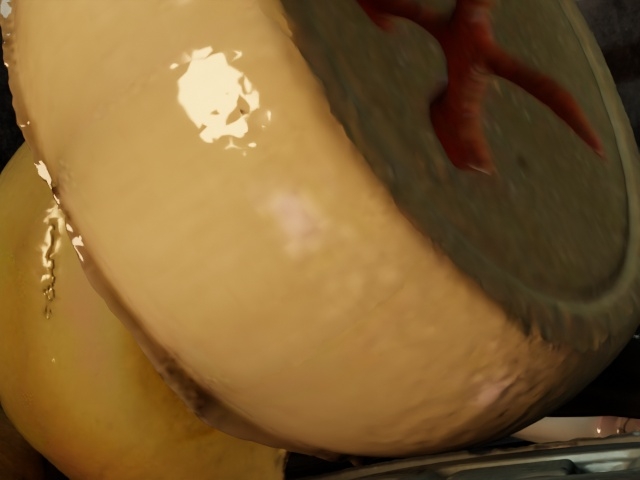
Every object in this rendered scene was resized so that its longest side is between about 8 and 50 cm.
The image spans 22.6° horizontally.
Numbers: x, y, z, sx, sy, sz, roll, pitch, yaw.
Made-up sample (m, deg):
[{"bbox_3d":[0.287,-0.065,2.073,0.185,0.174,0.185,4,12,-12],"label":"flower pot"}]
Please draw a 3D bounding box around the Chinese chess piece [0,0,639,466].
[{"bbox_3d":[0.014,-0.066,0.731,0.140,0.338,0.338,-28,-13,31],"label":"Chinese chess piece"}]

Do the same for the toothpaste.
[{"bbox_3d":[0.154,0.117,0.992,0.052,0.033,0.218,0,-6,-10],"label":"toothpaste"}]

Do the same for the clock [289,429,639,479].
[{"bbox_3d":[0.077,0.101,0.562,0.226,0.049,0.226,-8,-3,-1],"label":"clock"}]

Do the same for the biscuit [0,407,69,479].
[{"bbox_3d":[-0.276,0.096,0.821,0.301,0.043,0.278,20,12,16],"label":"biscuit"}]

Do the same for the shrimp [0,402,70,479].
[{"bbox_3d":[-0.284,0.156,1.046,0.272,0.085,0.445,-14,-7,20],"label":"shrimp"}]

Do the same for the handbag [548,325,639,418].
[{"bbox_3d":[0.244,0.056,0.842,0.247,0.080,0.223,3,4,38],"label":"handbag"}]

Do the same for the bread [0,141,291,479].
[{"bbox_3d":[-0.107,0.028,0.834,0.156,0.261,0.158,-5,16,-32],"label":"bread"}]
